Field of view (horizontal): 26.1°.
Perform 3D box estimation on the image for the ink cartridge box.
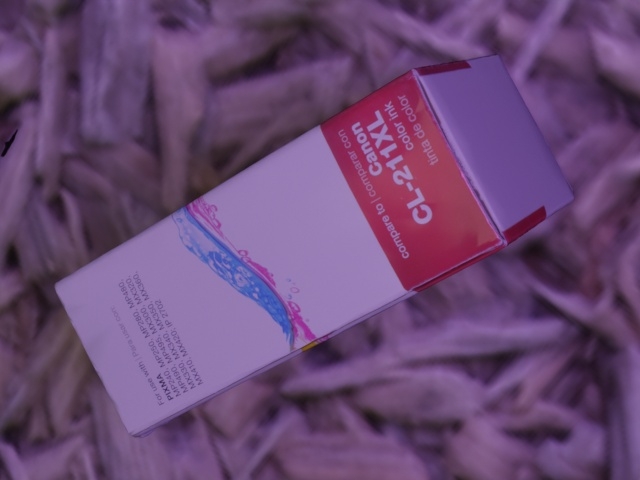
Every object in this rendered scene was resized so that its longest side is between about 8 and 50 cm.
[{"bbox_3d":[0.000,0.000,0.558,0.175,0.127,0.072,-29,89,23],"label":"ink cartridge box"}]
